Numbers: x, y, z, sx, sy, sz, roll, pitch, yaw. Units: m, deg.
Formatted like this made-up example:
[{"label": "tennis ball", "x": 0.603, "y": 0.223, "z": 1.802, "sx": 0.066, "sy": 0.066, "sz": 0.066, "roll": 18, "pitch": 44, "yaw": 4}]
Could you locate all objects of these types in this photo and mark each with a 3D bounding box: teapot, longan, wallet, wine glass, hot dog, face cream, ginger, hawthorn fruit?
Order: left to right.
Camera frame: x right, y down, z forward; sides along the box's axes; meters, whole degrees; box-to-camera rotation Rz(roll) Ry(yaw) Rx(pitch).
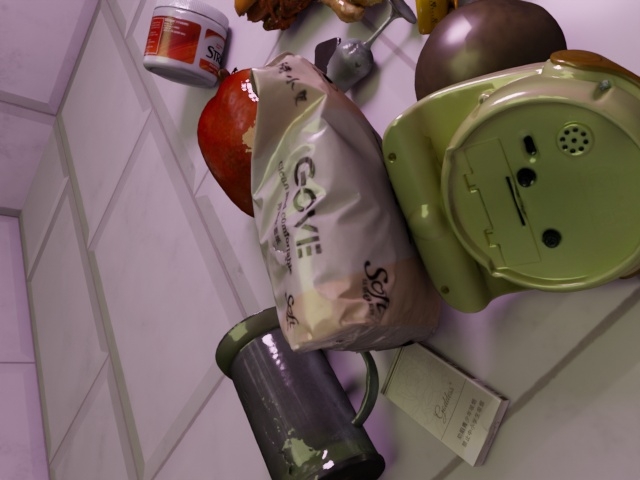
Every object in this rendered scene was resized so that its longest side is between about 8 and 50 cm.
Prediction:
[{"label": "face cream", "x": -0.363, "y": -0.530, "z": 1.542, "sx": 0.201, "sy": 0.201, "sz": 0.187, "roll": 16, "pitch": 93, "yaw": 50}, {"label": "hawthorn fruit", "x": -0.087, "y": -0.180, "z": 1.076, "sx": 0.311, "sy": 0.295, "sz": 0.295, "roll": 16, "pitch": 94, "yaw": 24}, {"label": "hot dog", "x": -0.040, "y": -0.579, "z": 1.218, "sx": 0.348, "sy": 0.158, "sz": 0.117, "roll": -36, "pitch": 69, "yaw": 35}, {"label": "teapot", "x": -0.013, "y": 0.281, "z": 0.972, "sx": 0.270, "sy": 0.200, "sz": 0.337, "roll": -41, "pitch": 52, "yaw": 13}, {"label": "wallet", "x": 0.009, "y": -0.347, "z": 1.207, "sx": 0.082, "sy": 0.018, "sz": 0.157, "roll": 5, "pitch": 87, "yaw": 50}, {"label": "ginger", "x": 0.079, "y": -0.535, "z": 1.100, "sx": 0.216, "sy": 0.102, "sz": 0.157, "roll": -52, "pitch": 50, "yaw": 14}, {"label": "wine glass", "x": 0.086, "y": -0.367, "z": 1.074, "sx": 0.195, "sy": 0.079, "sz": 0.079, "roll": -41, "pitch": 53, "yaw": 35}, {"label": "longan", "x": 0.229, "y": -0.236, "z": 0.796, "sx": 0.212, "sy": 0.198, "sz": 0.198, "roll": -30, "pitch": 60, "yaw": 43}]

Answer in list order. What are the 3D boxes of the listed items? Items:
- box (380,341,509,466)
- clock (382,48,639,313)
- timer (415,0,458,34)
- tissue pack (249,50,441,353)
[{"label": "box", "x": 0.182, "y": 0.236, "z": 0.865, "sx": 0.198, "sy": 0.029, "sz": 0.109, "roll": 30, "pitch": 105, "yaw": 47}, {"label": "clock", "x": 0.265, "y": -0.067, "z": 0.667, "sx": 0.348, "sy": 0.117, "sz": 0.286, "roll": -13, "pitch": 107, "yaw": 39}, {"label": "timer", "x": 0.170, "y": -0.399, "z": 0.952, "sx": 0.109, "sy": 0.107, "sz": 0.107, "roll": -6, "pitch": 74, "yaw": 12}, {"label": "tissue pack", "x": 0.031, "y": -0.026, "z": 0.815, "sx": 0.194, "sy": 0.390, "sz": 0.376, "roll": -15, "pitch": 78, "yaw": 20}]
